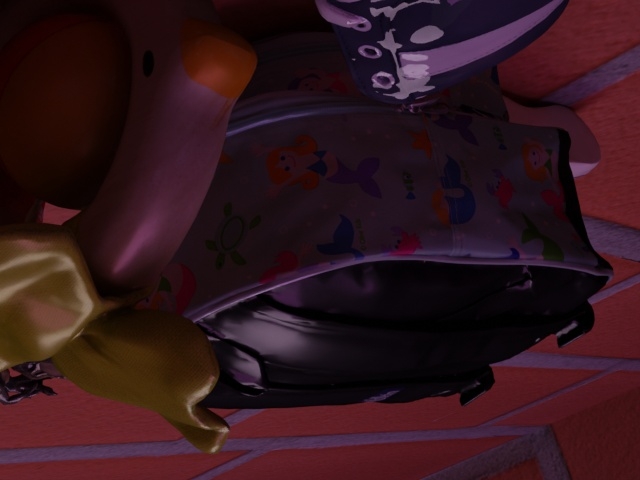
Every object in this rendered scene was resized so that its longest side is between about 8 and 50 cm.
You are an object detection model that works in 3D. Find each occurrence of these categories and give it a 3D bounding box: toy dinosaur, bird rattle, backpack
[{"bbox_3d":[-0.275,0.122,1.091,0.268,0.064,0.118,-24,155,24],"label":"toy dinosaur"},{"bbox_3d":[-0.110,-0.026,0.603,0.143,0.253,0.207,24,101,-35],"label":"bird rattle"},{"bbox_3d":[0.000,0.000,0.780,0.253,0.191,0.225,-6,160,-38],"label":"backpack"}]

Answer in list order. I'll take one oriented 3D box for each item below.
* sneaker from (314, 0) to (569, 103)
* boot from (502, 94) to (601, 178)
[{"bbox_3d":[-0.024,-0.121,0.466,0.282,0.099,0.153,1,155,-12],"label":"sneaker"},{"bbox_3d":[0.110,-0.048,0.951,0.086,0.069,0.190,-37,157,30],"label":"boot"}]
